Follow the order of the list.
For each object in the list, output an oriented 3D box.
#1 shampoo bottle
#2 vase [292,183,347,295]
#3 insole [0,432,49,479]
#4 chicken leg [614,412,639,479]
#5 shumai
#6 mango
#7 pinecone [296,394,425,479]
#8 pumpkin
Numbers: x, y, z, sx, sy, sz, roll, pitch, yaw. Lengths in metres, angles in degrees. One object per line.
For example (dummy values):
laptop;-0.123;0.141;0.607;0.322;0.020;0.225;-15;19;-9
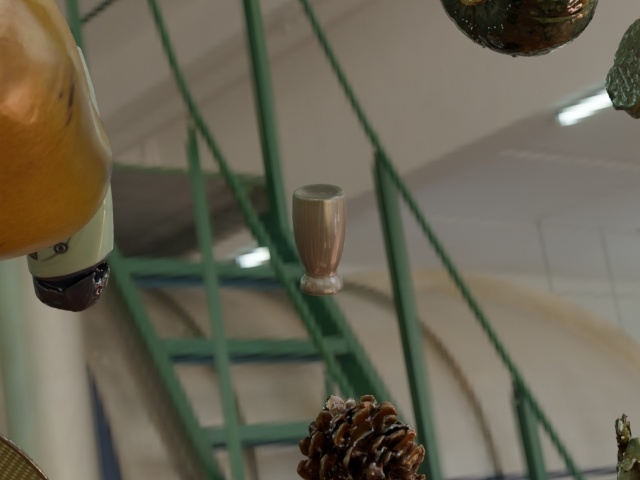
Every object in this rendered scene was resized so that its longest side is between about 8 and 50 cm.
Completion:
shampoo bottle;-0.329;-0.076;1.917;0.134;0.359;0.078;10;32;22
vase;0.000;0.000;1.450;0.053;0.100;0.053;-2;18;1
insole;-0.350;0.170;1.339;0.086;0.253;0.005;-49;11;26
chicken leg;0.400;0.367;1.630;0.153;0.429;0.201;-10;28;19
shumai;0.500;-0.234;2.060;0.142;0.184;0.184;22;-28;-27
mango;-0.264;-0.092;1.088;0.211;0.173;0.317;-34;-37;-3
pinecone;0.060;0.281;1.929;0.174;0.173;0.173;-9;-15;-2
pumpkin;0.198;-0.276;1.526;0.146;0.190;0.190;-22;-12;-14
